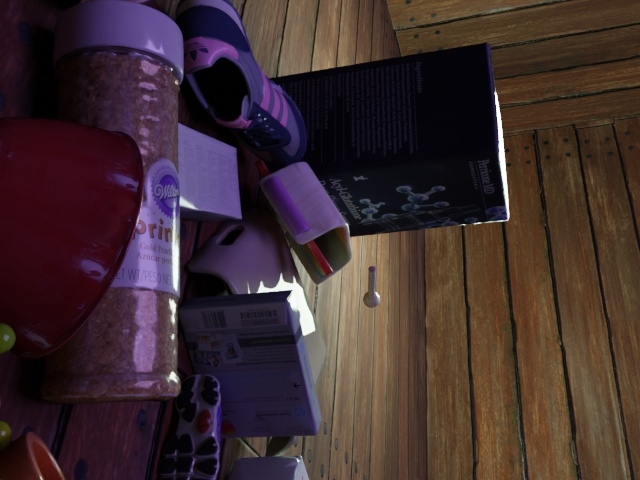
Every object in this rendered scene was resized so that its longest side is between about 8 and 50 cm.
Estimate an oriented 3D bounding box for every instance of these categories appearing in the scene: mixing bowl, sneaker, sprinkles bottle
[{"bbox_3d":[-0.218,-0.017,0.521,0.098,0.181,0.181,29,52,-42],"label":"mixing bowl"},{"bbox_3d":[-0.137,0.240,0.860,0.071,0.068,0.170,75,16,-47],"label":"sneaker"},{"bbox_3d":[-0.111,-0.181,1.033,0.319,0.112,0.131,52,29,-48],"label":"sneaker"},{"bbox_3d":[-0.187,-0.033,0.679,0.121,0.121,0.355,35,51,-70],"label":"sprinkles bottle"}]

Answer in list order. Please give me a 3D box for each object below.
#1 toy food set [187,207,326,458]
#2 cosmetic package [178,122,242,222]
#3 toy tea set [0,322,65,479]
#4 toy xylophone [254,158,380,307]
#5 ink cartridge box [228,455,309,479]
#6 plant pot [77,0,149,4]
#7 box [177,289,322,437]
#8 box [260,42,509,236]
[{"bbox_3d":[-0.089,0.126,1.068,0.220,0.092,0.306,-60,133,-65],"label":"toy food set"},{"bbox_3d":[-0.166,-0.079,0.881,0.239,0.060,0.099,12,75,-74],"label":"cosmetic package"},{"bbox_3d":[-0.171,0.189,0.516,0.200,0.124,0.336,45,-21,52],"label":"toy tea set"},{"bbox_3d":[0.000,0.000,1.173,0.236,0.081,0.323,57,-4,23],"label":"toy xylophone"},{"bbox_3d":[-0.061,0.431,0.988,0.172,0.100,0.237,-71,152,-57],"label":"ink cartridge box"},{"bbox_3d":[-0.181,-0.388,0.712,0.254,0.237,0.237,64,19,-10],"label":"plant pot"},{"bbox_3d":[-0.086,0.157,0.922,0.038,0.145,0.186,-55,136,-66],"label":"box"},{"bbox_3d":[0.128,-0.161,1.346,0.293,0.395,0.212,50,37,-63],"label":"box"}]
